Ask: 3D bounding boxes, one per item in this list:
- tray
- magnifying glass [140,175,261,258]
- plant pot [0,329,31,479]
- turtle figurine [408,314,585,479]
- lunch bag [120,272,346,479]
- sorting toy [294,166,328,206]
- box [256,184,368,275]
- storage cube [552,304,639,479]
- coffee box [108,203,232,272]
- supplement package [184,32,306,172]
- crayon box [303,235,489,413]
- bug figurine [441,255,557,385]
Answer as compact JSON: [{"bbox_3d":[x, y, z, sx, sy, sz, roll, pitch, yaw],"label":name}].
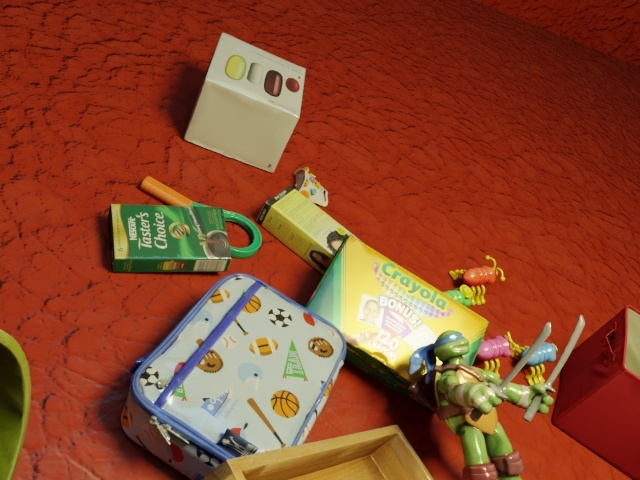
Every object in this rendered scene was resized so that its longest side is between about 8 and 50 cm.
[{"bbox_3d":[0.041,0.330,0.724,0.203,0.076,0.411,55,16,26],"label":"tray"},{"bbox_3d":[-0.208,-0.043,1.125,0.231,0.026,0.092,32,40,-3],"label":"magnifying glass"},{"bbox_3d":[-0.492,0.181,0.494,0.353,0.366,0.366,20,40,3],"label":"plant pot"},{"bbox_3d":[0.263,0.244,0.874,0.275,0.198,0.266,-10,80,9],"label":"turtle figurine"},{"bbox_3d":[-0.116,0.188,0.878,0.243,0.115,0.303,33,39,5],"label":"lunch bag"},{"bbox_3d":[-0.014,-0.104,1.303,0.075,0.045,0.083,33,36,-29],"label":"sorting toy"},{"bbox_3d":[0.000,0.000,1.183,0.232,0.058,0.087,37,40,8],"label":"box"},{"bbox_3d":[0.559,0.271,1.154,0.215,0.193,0.183,34,40,4],"label":"storage cube"},{"bbox_3d":[-0.241,-0.004,1.030,0.184,0.040,0.113,2,52,-23],"label":"coffee box"},{"bbox_3d":[-0.149,-0.282,1.307,0.194,0.149,0.203,19,40,-14],"label":"supplement package"},{"bbox_3d":[0.117,0.138,1.055,0.278,0.081,0.165,32,63,0],"label":"crayon box"},{"bbox_3d":[0.326,0.150,1.224,0.216,0.072,0.279,-9,55,-38],"label":"bug figurine"}]
